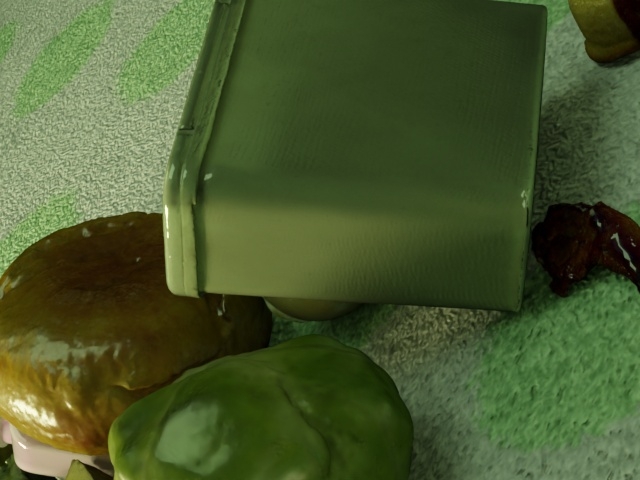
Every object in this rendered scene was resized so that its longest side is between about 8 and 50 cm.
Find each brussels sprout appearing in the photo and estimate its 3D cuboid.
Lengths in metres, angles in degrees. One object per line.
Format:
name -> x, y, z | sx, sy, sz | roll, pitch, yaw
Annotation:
brussels sprout -> -0.072, 0.213, 1.561 | 0.316, 0.243, 0.274 | -16, 24, 33

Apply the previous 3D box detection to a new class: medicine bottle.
medicine bottle -> -0.280, 0.215, 1.943 | 0.219, 0.078, 0.115 | 8, 37, 12

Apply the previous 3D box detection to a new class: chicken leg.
chicken leg -> 0.255, 0.011, 1.571 | 0.205, 0.053, 0.093 | 7, 82, 67

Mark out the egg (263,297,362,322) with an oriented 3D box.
egg -> -0.003, 0.001, 1.851 | 0.164, 0.164, 0.201 | -35, 28, 26

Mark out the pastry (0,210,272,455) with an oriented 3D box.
pastry -> -0.219, 0.094, 1.909 | 0.356, 0.164, 0.356 | -2, 34, 1

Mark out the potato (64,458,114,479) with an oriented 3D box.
potato -> -0.251, 0.387, 1.768 | 0.255, 0.112, 0.269 | -56, 22, 0

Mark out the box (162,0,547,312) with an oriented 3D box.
box -> 0.043, -0.100, 1.712 | 0.343, 0.177, 0.352 | 5, 44, 7

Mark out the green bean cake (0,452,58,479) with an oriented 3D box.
green bean cake -> -0.392, 0.386, 1.952 | 0.241, 0.132, 0.255 | -37, 26, 16

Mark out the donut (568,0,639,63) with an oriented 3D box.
donut -> 0.337, -0.271, 1.798 | 0.184, 0.073, 0.166 | -15, 39, 45

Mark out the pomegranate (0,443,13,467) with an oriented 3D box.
pomegranate -> -0.466, 0.193, 2.138 | 0.358, 0.216, 0.310 | -8, -3, 12
